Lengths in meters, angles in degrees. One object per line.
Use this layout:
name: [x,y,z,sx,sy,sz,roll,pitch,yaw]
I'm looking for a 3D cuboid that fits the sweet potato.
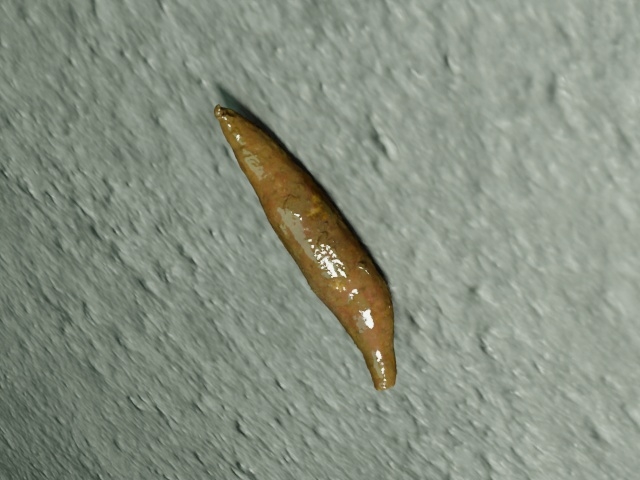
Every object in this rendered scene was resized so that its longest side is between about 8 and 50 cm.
sweet potato: [0.000,0.000,1.030,0.072,0.066,0.314,-18,110,43]
